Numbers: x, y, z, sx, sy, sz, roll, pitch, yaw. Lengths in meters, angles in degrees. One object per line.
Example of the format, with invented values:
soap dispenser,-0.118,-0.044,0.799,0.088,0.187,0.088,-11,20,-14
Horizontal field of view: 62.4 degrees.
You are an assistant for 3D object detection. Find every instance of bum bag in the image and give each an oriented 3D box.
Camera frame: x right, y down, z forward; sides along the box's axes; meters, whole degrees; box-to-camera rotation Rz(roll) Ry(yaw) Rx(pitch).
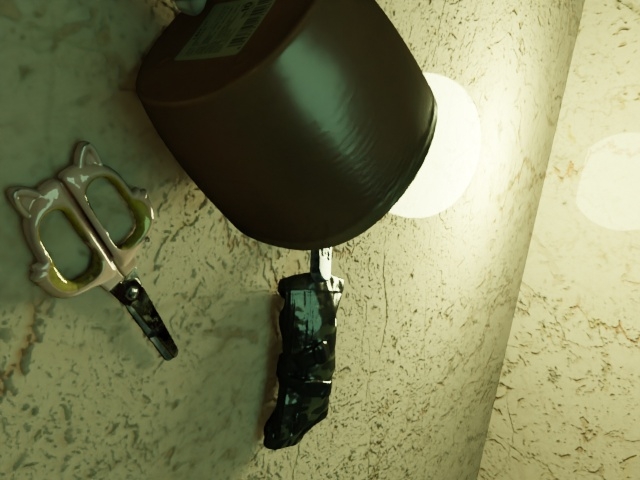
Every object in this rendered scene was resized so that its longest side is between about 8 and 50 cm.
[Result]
bum bag,-0.024,0.211,0.934,0.144,0.095,0.341,-3,105,-39

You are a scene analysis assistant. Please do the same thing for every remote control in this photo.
remote control,0.001,-0.001,0.894,0.043,0.027,0.153,32,52,-42

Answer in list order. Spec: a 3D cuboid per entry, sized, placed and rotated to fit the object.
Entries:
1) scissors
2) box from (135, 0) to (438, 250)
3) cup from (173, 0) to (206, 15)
scissors,-0.235,0.042,0.627,0.160,0.024,0.318,-49,138,-33
box,-0.041,-0.159,0.593,0.216,0.301,0.301,49,63,-46
cup,-0.147,-0.312,0.499,0.173,0.134,0.142,-3,110,-83
